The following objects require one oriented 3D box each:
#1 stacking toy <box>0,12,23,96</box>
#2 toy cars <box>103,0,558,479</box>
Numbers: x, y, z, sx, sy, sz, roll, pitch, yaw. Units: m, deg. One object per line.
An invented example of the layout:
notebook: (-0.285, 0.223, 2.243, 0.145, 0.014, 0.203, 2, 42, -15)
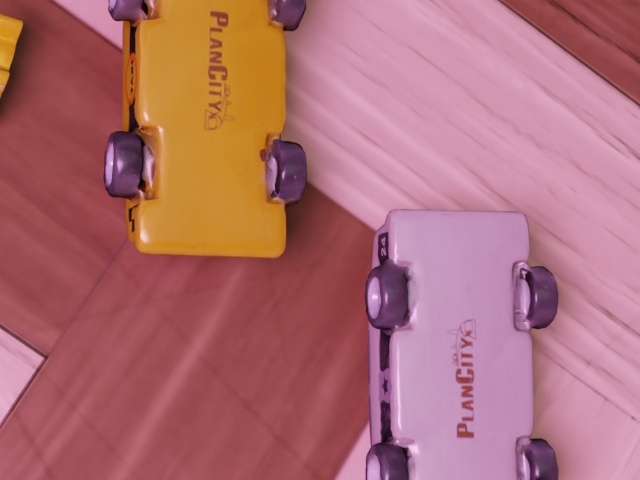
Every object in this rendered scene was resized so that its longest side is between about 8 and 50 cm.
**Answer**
stacking toy: (-0.224, -0.186, 1.024, 0.167, 0.052, 0.221, 17, 69, -15)
toy cars: (0.000, 0.000, 1.042, 0.176, 0.087, 0.394, -41, 96, -18)
